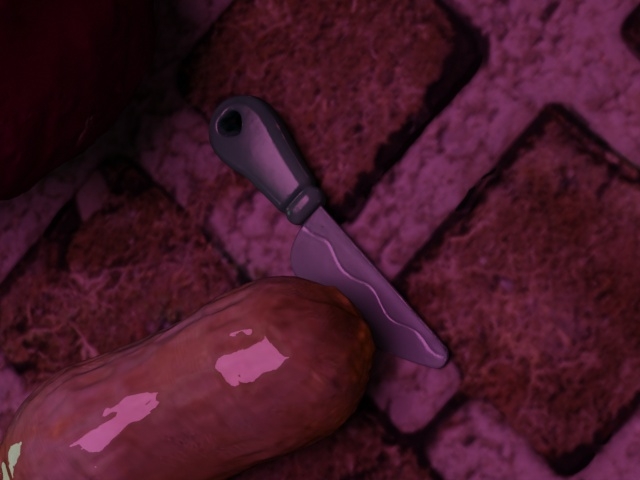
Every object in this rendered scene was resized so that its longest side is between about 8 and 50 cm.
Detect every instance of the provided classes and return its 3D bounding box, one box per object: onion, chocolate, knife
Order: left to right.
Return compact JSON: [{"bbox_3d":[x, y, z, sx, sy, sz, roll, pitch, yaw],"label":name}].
[{"bbox_3d":[-0.316,-0.129,1.311,0.399,0.420,0.398,-1,41,1],"label":"onion"},{"bbox_3d":[-0.102,0.120,1.256,0.309,0.134,0.134,-29,73,15],"label":"chocolate"},{"bbox_3d":[-0.001,0.001,1.282,0.063,0.035,0.260,-41,73,17],"label":"knife"}]
